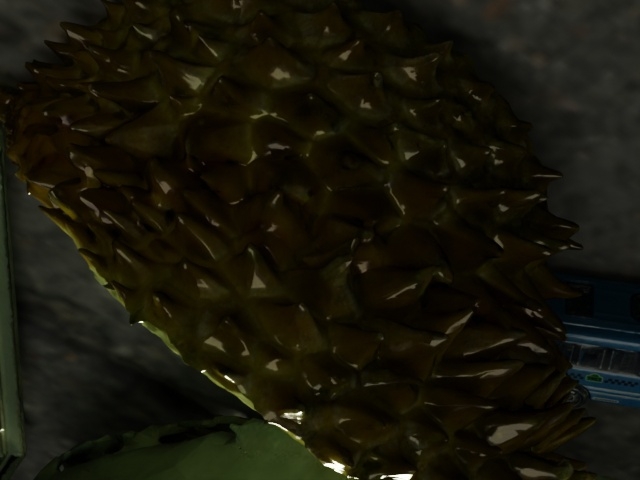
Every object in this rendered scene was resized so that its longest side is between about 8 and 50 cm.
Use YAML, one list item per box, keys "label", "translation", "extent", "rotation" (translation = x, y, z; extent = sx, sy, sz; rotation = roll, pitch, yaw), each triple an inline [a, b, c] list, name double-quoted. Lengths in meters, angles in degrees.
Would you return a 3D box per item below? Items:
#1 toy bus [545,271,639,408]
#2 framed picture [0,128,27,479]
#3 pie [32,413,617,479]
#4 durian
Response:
- label: "toy bus"
  translation: [0.120, 0.040, 0.548]
  extent: [0.083, 0.038, 0.046]
  rotation: [8, 132, 5]
- label: "framed picture"
  translation: [-0.183, 0.118, 0.511]
  extent: [0.018, 0.293, 0.231]
  rotation: [20, 139, 10]
- label: "pie"
  translation: [0.049, 0.171, 0.655]
  extent: [0.371, 0.078, 0.296]
  rotation: [26, 147, -18]
- label: "durian"
  translation: [0.000, 0.000, 0.484]
  extent: [0.252, 0.144, 0.139]
  rotation: [27, 167, -11]
